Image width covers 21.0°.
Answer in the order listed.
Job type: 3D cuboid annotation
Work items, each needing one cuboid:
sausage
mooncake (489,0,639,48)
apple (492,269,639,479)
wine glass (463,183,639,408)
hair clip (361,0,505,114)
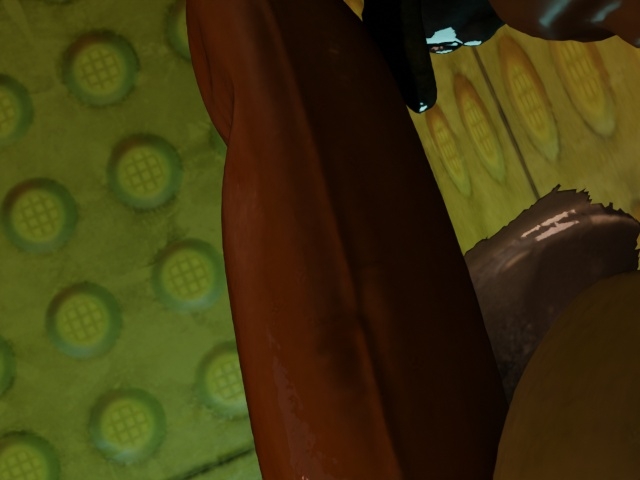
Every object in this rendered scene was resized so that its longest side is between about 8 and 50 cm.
[{"bbox_3d":[0.005,-0.002,0.814,0.134,0.116,0.353,68,-173,-66],"label":"sausage"},{"bbox_3d":[0.161,-0.140,0.535,0.235,0.235,0.117,127,124,-82],"label":"mooncake"},{"bbox_3d":[0.208,0.108,0.643,0.254,0.292,0.292,90,156,-68],"label":"apple"},{"bbox_3d":[0.196,0.153,0.935,0.323,0.238,0.238,48,178,-16],"label":"wine glass"},{"bbox_3d":[0.090,-0.193,0.881,0.194,0.206,0.310,62,171,8],"label":"hair clip"}]
